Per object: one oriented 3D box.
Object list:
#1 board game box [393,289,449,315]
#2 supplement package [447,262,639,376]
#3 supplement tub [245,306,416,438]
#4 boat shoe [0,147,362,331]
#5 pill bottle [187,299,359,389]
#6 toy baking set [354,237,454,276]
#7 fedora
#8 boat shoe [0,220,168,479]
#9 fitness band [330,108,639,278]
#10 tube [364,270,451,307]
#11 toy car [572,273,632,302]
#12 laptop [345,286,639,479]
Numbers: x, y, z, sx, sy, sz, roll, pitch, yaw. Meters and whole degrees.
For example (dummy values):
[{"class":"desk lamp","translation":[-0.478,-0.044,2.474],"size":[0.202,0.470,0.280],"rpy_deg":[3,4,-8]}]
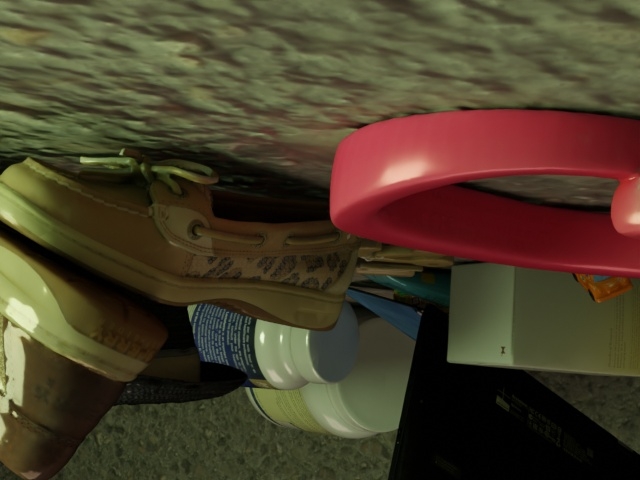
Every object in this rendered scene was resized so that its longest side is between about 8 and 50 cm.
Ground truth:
[{"class":"board game box","translation":[0.185,0.101,1.478],"size":[0.124,0.039,0.259],"rpy_deg":[3,175,12]},{"class":"supplement package","translation":[0.234,0.083,1.029],"size":[0.179,0.105,0.105],"rpy_deg":[8,173,-30]},{"class":"supplement tub","translation":[0.024,0.242,1.843],"size":[0.235,0.236,0.324],"rpy_deg":[9,171,-31]},{"class":"boat shoe","translation":[-0.079,-0.012,0.632],"size":[0.104,0.089,0.285],"rpy_deg":[30,-173,38]},{"class":"pill bottle","translation":[-0.083,0.140,1.455],"size":[0.264,0.153,0.153],"rpy_deg":[-2,170,38]},{"class":"toy baking set","translation":[-0.003,0.001,0.855],"size":[0.256,0.030,0.196],"rpy_deg":[8,169,-30]},{"class":"fedora","translation":[-0.209,0.051,0.845],"size":[0.333,0.153,0.334],"rpy_deg":[4,176,0]},{"class":"boat shoe","translation":[-0.227,0.041,0.617],"size":[0.342,0.123,0.123],"rpy_deg":[24,175,43]},{"class":"fitness band","translation":[0.142,-0.017,0.557],"size":[0.290,0.054,0.209],"rpy_deg":[11,172,-38]},{"class":"tube","translation":[0.151,0.058,1.124],"size":[0.207,0.052,0.080],"rpy_deg":[12,169,-13]},{"class":"toy car","translation":[0.266,0.012,0.816],"size":[0.122,0.060,0.041],"rpy_deg":[-15,123,14]},{"class":"laptop","translation":[0.189,0.262,1.237],"size":[0.382,0.408,0.236],"rpy_deg":[35,136,-20]}]
